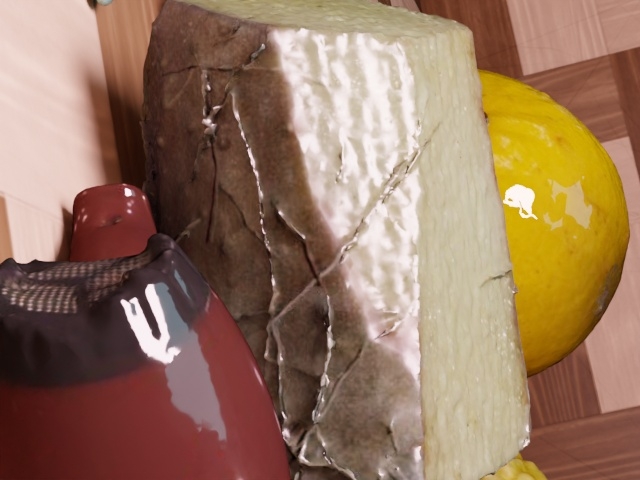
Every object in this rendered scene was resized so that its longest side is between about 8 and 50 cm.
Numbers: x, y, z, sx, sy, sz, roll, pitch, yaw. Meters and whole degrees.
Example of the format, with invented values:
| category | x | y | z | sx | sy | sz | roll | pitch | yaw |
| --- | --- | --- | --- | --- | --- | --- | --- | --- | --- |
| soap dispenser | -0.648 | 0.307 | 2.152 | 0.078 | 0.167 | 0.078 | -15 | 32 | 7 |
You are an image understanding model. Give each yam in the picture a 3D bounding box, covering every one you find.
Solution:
| category | x | y | z | sx | sy | sz | roll | pitch | yaw |
| --- | --- | --- | --- | --- | --- | --- | --- | --- | --- |
| yam | -0.002 | 0.000 | 0.807 | 0.202 | 0.201 | 0.271 | -9 | 98 | -59 |

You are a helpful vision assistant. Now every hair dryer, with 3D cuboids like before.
| category | x | y | z | sx | sy | sz | roll | pitch | yaw |
| --- | --- | --- | --- | --- | --- | --- | --- | --- | --- |
| hair dryer | -0.081 | 0.092 | 0.669 | 0.340 | 0.123 | 0.312 | -106 | -173 | -60 |

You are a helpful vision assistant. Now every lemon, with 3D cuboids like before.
| category | x | y | z | sx | sy | sz | roll | pitch | yaw |
| --- | --- | --- | --- | --- | --- | --- | --- | --- | --- |
| lemon | 0.134 | -0.006 | 1.317 | 0.297 | 0.297 | 0.297 | -13 | 90 | -79 |

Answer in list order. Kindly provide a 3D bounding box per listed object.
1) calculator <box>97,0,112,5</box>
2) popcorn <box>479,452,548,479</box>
| category | x | y | z | sx | sy | sz | roll | pitch | yaw |
| --- | --- | --- | --- | --- | --- | --- | --- | --- | --- |
| calculator | -0.145 | -0.198 | 0.813 | 0.095 | 0.021 | 0.153 | -91 | 160 | -46 |
| popcorn | 0.138 | 0.283 | 1.278 | 0.218 | 0.169 | 0.189 | 96 | -5 | -63 |
